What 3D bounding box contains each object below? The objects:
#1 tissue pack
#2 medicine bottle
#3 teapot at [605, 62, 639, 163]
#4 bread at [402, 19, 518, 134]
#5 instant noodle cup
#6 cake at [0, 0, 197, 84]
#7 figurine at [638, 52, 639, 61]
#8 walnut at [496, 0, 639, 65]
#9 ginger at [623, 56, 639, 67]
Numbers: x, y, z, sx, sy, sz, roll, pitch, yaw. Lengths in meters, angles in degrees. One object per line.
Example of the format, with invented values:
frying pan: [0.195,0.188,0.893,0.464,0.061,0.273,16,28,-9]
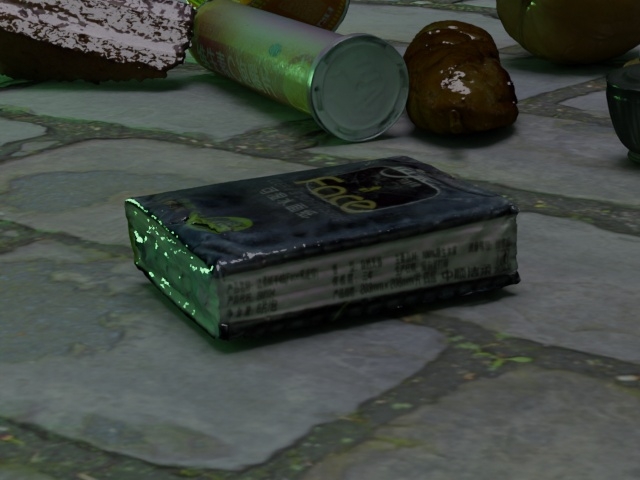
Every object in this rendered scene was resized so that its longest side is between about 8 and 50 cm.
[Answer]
tissue pack: [0.000,0.000,1.064,0.236,0.073,0.173,-10,21,-24]
medicine bottle: [-0.041,-0.199,1.662,0.108,0.108,0.426,-9,17,-21]
teapot: [0.318,-0.118,1.382,0.092,0.090,0.124,11,27,34]
bread: [0.144,-0.168,1.564,0.124,0.084,0.344,-1,18,4]
instant noodle cup: [-0.060,-0.337,1.959,0.168,0.168,0.185,13,-4,39]
cake: [-0.294,-0.259,1.804,0.295,0.112,0.116,7,60,17]
figurine: [0.382,-0.182,1.582,0.114,0.114,0.079,-8,-3,-18]
walnut: [0.319,-0.306,1.834,0.193,0.193,0.226,11,18,35]
ginger: [0.426,-0.203,1.698,0.176,0.052,0.193,-2,19,-2]
